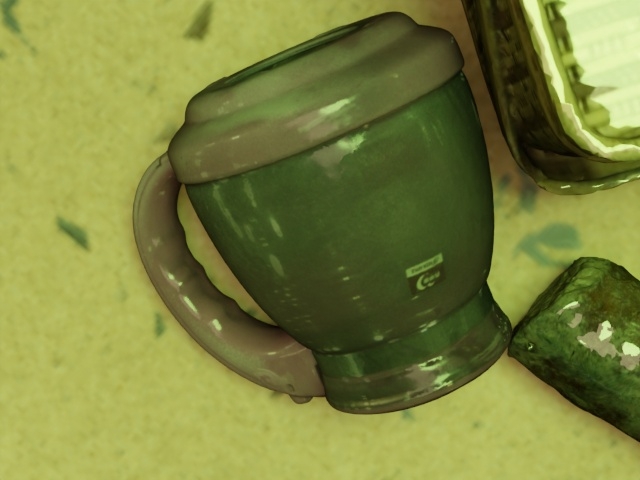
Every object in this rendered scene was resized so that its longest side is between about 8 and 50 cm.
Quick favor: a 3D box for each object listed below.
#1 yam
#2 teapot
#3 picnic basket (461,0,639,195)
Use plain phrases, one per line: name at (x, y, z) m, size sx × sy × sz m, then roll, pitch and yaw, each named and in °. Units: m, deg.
yam at (0.197, 0.103, 0.489) m, size 0.274 × 0.061 × 0.061 m, roll 38°, pitch 96°, yaw 0°
teapot at (0.002, 0.001, 0.471) m, size 0.148 × 0.116 × 0.146 m, roll -23°, pitch 102°, yaw 1°
picnic basket at (0.138, -0.188, 0.413) m, size 0.228 × 0.175 × 0.313 m, roll -17°, pitch 93°, yaw 5°
